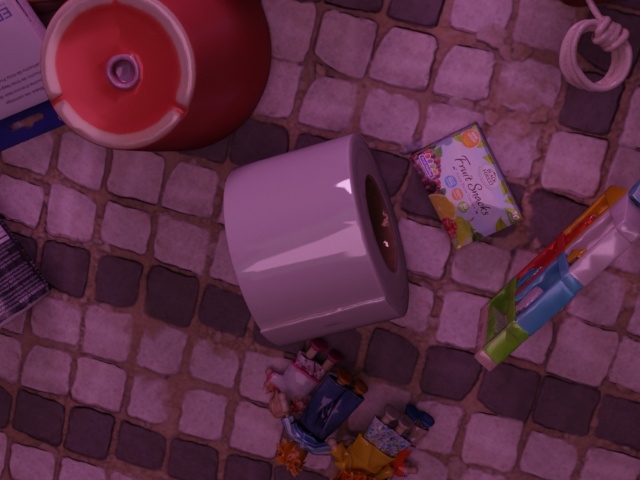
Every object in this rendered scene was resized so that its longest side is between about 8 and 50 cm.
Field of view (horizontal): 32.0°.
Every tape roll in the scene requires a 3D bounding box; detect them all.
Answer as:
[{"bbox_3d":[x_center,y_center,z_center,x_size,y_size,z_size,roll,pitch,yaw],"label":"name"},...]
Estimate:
[{"bbox_3d":[0.000,0.000,1.435,0.169,0.246,0.246,-15,101,13],"label":"tape roll"}]

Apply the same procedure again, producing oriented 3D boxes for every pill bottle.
[{"bbox_3d":[-0.505,0.010,1.594,0.130,0.130,0.245,-33,96,17],"label":"pill bottle"}]

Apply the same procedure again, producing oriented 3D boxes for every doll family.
[{"bbox_3d":[0.022,0.271,1.567,0.263,0.118,0.163,36,108,0],"label":"doll family"}]

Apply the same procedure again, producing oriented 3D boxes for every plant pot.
[{"bbox_3d":[-0.215,-0.229,1.416,0.275,0.243,0.274,3,105,10],"label":"plant pot"}]

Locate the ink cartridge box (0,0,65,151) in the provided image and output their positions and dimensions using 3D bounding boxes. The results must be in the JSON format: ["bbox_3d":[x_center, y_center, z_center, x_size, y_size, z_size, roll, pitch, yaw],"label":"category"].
[{"bbox_3d":[-0.451,-0.214,1.519,0.223,0.045,0.224,-20,127,15],"label":"ink cartridge box"}]

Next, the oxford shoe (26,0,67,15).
[{"bbox_3d":[-0.451,-0.317,1.534,0.272,0.096,0.098,-6,136,6],"label":"oxford shoe"}]

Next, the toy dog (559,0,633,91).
[{"bbox_3d":[0.312,-0.363,1.352,0.220,0.161,0.333,-36,110,14],"label":"toy dog"}]

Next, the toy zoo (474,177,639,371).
[{"bbox_3d":[0.310,0.029,1.410,0.030,0.192,0.293,43,107,-3],"label":"toy zoo"}]

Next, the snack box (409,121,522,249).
[{"bbox_3d":[0.194,-0.072,1.486,0.100,0.037,0.141,-26,98,15],"label":"snack box"}]
